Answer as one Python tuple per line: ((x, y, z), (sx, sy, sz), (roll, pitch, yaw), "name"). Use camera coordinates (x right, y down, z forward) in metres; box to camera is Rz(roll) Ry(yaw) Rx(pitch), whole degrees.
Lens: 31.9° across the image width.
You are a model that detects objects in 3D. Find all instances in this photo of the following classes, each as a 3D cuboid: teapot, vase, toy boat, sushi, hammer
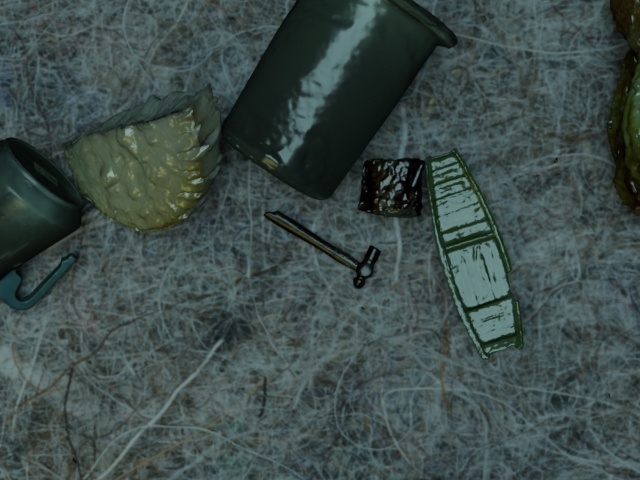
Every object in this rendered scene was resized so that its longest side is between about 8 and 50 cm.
((-0.448, -0.008, 1.579), (0.225, 0.171, 0.203), (-45, 115, 8), "teapot")
((0.005, -0.221, 1.516), (0.245, 0.245, 0.291), (36, 97, 5), "vase")
((0.212, 0.017, 1.563), (0.093, 0.055, 0.293), (-17, 87, 5), "toy boat")
((0.106, -0.072, 1.555), (0.098, 0.094, 0.084), (5, 87, 22), "sushi")
((0.000, 0.000, 1.601), (0.178, 0.021, 0.065), (31, 90, 8), "hammer")

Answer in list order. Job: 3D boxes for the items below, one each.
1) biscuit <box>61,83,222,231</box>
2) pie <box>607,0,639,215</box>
((-0.236, -0.102, 1.543), (0.281, 0.084, 0.179), (-18, 98, 38), "biscuit")
((0.595, -0.173, 1.481), (0.418, 0.180, 0.395), (2, 87, -2), "pie")
